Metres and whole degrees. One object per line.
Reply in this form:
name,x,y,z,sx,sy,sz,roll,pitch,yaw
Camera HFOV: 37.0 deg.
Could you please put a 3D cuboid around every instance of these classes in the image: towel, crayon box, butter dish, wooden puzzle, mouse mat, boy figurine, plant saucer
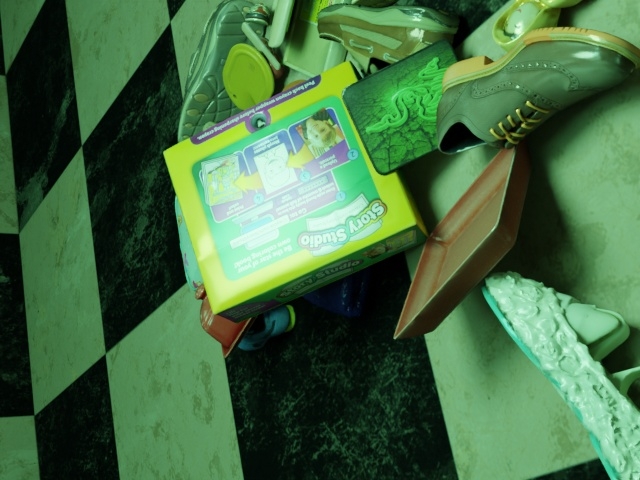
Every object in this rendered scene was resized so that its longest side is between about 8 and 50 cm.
towel,0.000,0.000,1.767,0.308,0.076,0.228,20,107,57
crayon box,-0.046,-0.077,1.597,0.363,0.106,0.313,-24,71,11
butter dish,-0.190,0.122,1.878,0.160,0.118,0.160,-58,18,14
wooden puzzle,-0.058,-0.494,1.858,0.239,0.044,0.221,-102,25,-70
mouse mat,0.142,-0.205,1.481,0.189,0.007,0.152,-25,89,11
boy figurine,0.311,-0.387,1.314,0.177,0.092,0.285,39,116,47
plant saucer,0.213,-0.001,1.362,0.258,0.048,0.259,-54,7,39

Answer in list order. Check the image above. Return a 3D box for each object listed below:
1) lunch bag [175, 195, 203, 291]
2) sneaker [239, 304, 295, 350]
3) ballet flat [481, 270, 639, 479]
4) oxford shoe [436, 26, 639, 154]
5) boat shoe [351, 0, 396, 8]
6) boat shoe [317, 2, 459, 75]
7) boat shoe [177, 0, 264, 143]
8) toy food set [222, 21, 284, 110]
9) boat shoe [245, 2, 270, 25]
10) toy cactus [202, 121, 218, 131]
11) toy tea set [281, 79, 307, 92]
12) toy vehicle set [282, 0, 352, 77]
lunch bag,-0.217,-0.042,2.054,0.224,0.108,0.279,-37,57,49
sneaker,-0.134,0.175,1.940,0.209,0.082,0.069,-32,63,52
ballet flat,0.358,0.174,1.193,0.147,0.147,0.409,-59,46,35
oxford shoe,0.282,-0.186,1.284,0.363,0.130,0.133,-10,60,65
boat shoe,0.118,-0.449,1.635,0.170,0.063,0.059,-20,68,44
boat shoe,0.097,-0.330,1.602,0.324,0.122,0.120,21,108,56
boat shoe,-0.224,-0.360,2.096,0.355,0.132,0.130,-65,29,16
toy food set,-0.124,-0.353,1.970,0.128,0.071,0.218,47,147,7
boat shoe,-0.124,-0.459,1.938,0.137,0.049,0.043,-92,17,-77
toy cactus,-0.180,-0.189,1.951,0.180,0.112,0.219,37,92,32
toy tea set,-0.058,-0.141,1.756,0.336,0.124,0.200,-43,60,1
toy vehicle set,0.010,-0.443,1.810,0.166,0.035,0.267,38,118,52
